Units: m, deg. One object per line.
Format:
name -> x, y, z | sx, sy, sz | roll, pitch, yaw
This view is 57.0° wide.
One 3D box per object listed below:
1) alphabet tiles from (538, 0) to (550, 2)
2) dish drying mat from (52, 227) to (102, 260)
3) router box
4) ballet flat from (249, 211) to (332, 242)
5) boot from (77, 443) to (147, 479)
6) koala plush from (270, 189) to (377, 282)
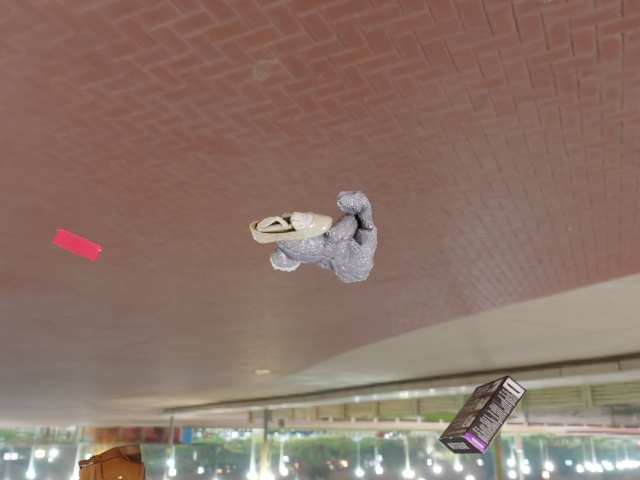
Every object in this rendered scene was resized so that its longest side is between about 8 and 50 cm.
alphabet tiles -> 0.219, -0.313, 0.642 | 0.237, 0.009, 0.198 | 9, -172, -21
dish drying mat -> -0.455, 0.008, 1.104 | 0.083, 0.032, 0.008 | 27, -176, -16
router box -> 0.285, 0.316, 1.056 | 0.046, 0.133, 0.179 | 40, 163, 11
ballet flat -> -0.062, -0.028, 1.157 | 0.168, 0.057, 0.052 | -12, 140, 17
boot -> -0.499, 0.569, 1.410 | 0.152, 0.072, 0.197 | -8, -165, -23
koala plush -> 0.000, 0.000, 1.371 | 0.221, 0.203, 0.196 | 5, 135, -23
